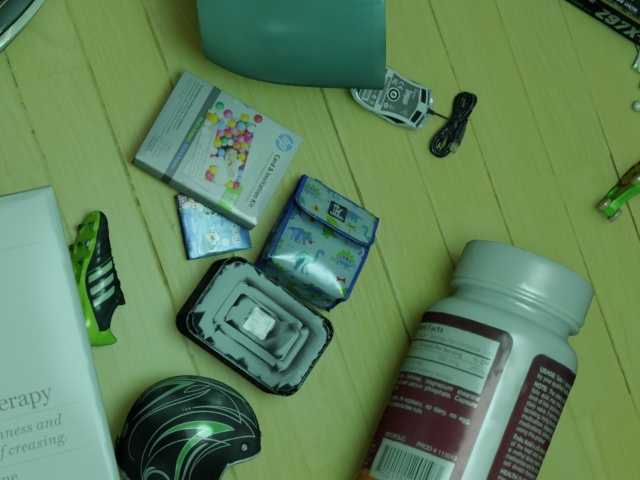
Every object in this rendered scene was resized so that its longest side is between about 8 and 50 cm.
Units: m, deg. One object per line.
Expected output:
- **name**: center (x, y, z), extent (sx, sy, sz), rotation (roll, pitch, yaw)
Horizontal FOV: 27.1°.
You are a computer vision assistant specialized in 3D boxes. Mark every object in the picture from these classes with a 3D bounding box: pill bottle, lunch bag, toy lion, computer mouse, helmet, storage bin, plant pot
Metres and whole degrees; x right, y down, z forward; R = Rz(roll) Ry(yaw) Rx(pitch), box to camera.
- **pill bottle**: center (0.212, 0.212, 1.788), extent (0.224, 0.224, 0.392), rotation (26, 80, -13)
- **lunch bag**: center (0.000, 0.000, 1.812), extent (0.129, 0.096, 0.151), rotation (31, 64, -10)
- **toy lion**: center (0.456, -0.082, 1.957), extent (0.034, 0.096, 0.100), rotation (45, 116, -9)
- **computer mouse**: center (0.124, -0.196, 1.885), extent (0.193, 0.042, 0.106), rotation (24, 85, -20)
- **helmet**: center (-0.166, 0.252, 1.707), extent (0.169, 0.169, 0.161), rotation (33, 95, -12)
- **storage bin**: center (-0.088, 0.115, 1.779), extent (0.180, 0.084, 0.122), rotation (37, 78, -12)
- **plant pot**: center (-0.043, -0.335, 1.725), extent (0.235, 0.293, 0.293), rotation (-3, 87, -1)

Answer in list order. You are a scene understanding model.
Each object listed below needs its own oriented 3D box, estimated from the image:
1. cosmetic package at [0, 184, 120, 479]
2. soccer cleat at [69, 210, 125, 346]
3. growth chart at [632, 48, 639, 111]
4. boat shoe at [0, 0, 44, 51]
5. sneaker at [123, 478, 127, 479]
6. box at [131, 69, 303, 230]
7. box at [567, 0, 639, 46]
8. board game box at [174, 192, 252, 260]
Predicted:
- **cosmetic package**: center (-0.440, 0.173, 1.545), extent (0.330, 0.327, 0.393), rotation (-13, 89, -17)
- **soccer cleat**: center (-0.291, 0.051, 1.742), extent (0.072, 0.060, 0.178), rotation (11, 80, -38)
- **growth chart**: center (0.553, -0.280, 2.027), extent (0.172, 0.021, 0.237), rotation (17, 81, -14)
- **boat shoe**: center (-0.468, -0.244, 1.673), extent (0.319, 0.116, 0.099), rotation (-46, 103, -9)
- **sneaker**: center (-0.253, 0.374, 1.726), extent (0.053, 0.059, 0.144), rotation (17, 83, -17)
- **box**: center (-0.138, -0.121, 1.789), extent (0.186, 0.038, 0.145), rotation (31, 73, -9)
- **box**: center (0.511, -0.423, 1.979), extent (0.322, 0.079, 0.257), rotation (30, 80, -7)
- **board game box**: center (-0.145, -0.025, 1.803), extent (0.090, 0.020, 0.090), rotation (-11, 89, -18)
